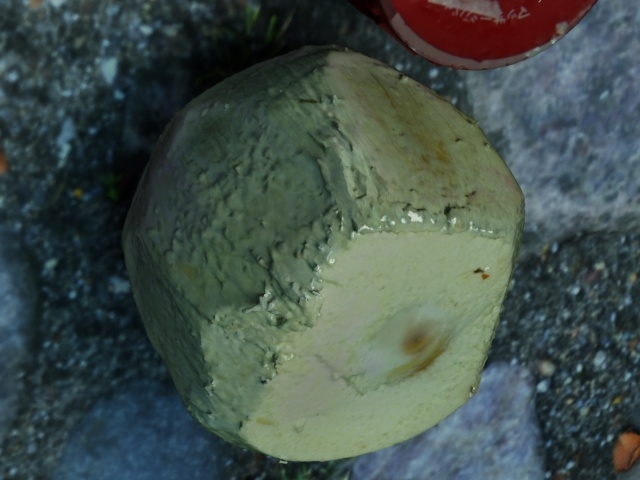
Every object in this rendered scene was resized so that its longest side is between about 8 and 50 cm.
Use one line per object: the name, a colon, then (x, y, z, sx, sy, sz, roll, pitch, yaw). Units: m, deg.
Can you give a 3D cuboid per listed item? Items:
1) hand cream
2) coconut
hand cream: (0.102, -0.251, 1.201, 0.230, 0.149, 0.230, -13, 120, -23)
coconut: (0.000, 0.000, 1.217, 0.297, 0.254, 0.297, -19, 141, -16)
